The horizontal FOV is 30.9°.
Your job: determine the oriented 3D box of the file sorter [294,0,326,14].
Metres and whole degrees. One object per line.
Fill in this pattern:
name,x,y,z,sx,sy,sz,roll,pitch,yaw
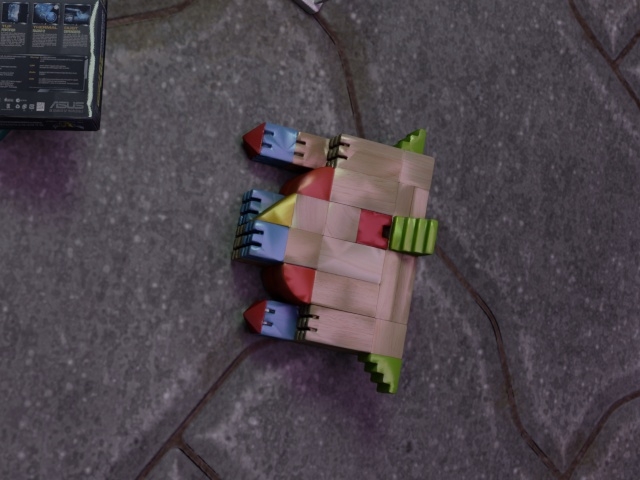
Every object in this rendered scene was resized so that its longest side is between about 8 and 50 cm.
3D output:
file sorter,0.022,-0.497,1.613,0.193,0.173,0.278,36,70,-25

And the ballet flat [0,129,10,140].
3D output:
ballet flat,-0.429,-0.117,1.396,0.079,0.077,0.222,32,67,-7

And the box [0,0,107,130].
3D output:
box,-0.372,-0.224,1.362,0.232,0.059,0.184,1,79,-2

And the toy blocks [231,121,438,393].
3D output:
toy blocks,0.000,0.000,1.602,0.260,0.190,0.382,13,81,-18
